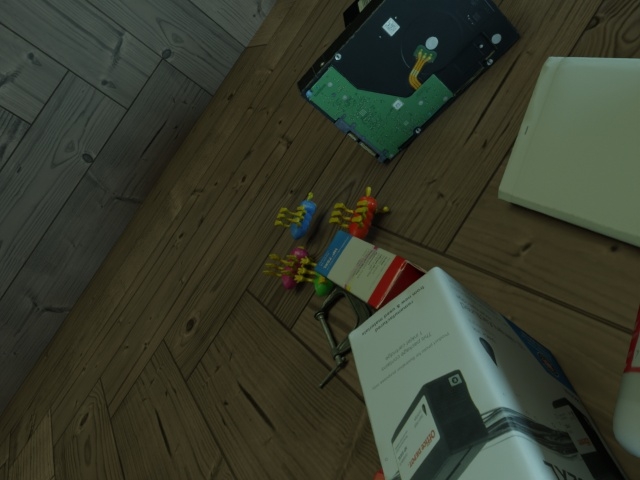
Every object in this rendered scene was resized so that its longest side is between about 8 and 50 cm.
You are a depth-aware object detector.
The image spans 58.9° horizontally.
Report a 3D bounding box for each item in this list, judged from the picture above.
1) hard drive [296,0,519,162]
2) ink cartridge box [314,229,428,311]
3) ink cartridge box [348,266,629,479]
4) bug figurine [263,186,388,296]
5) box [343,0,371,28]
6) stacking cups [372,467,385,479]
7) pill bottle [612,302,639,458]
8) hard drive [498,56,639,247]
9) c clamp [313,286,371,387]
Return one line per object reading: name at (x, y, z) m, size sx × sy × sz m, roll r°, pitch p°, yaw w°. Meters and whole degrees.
hard drive at (0.154, -0.325, 1.023) m, size 0.339 × 0.237 × 0.064 m, roll -45°, pitch 31°, yaw 20°
ink cartridge box at (0.105, 0.072, 0.804) m, size 0.078 × 0.134 × 0.231 m, roll -57°, pitch 29°, yaw -3°
ink cartridge box at (0.168, 0.204, 0.499) m, size 0.129 × 0.223 × 0.307 m, roll -42°, pitch 33°, yaw 21°
bug figurine at (0.000, 0.000, 1.087) m, size 0.279 × 0.072 × 0.216 m, roll 3°, pitch 65°, yaw 54°
box at (0.169, -0.410, 1.112) m, size 0.153 × 0.207 × 0.108 m, roll -39°, pitch 35°, yaw 29°
stacking cups at (0.038, 0.418, 0.623) m, size 0.096 × 0.096 × 0.316 m, roll 2°, pitch 59°, yaw 56°
pill bottle at (0.365, -0.019, 0.382) m, size 0.229 × 0.229 × 0.407 m, roll 6°, pitch 74°, yaw 57°
hard drive at (0.354, -0.107, 0.661) m, size 0.307 × 0.040 × 0.203 m, roll 37°, pitch 113°, yaw 60°
c clamp at (0.025, 0.146, 0.958) m, size 0.137 × 0.022 × 0.160 m, roll -45°, pitch 32°, yaw 18°
